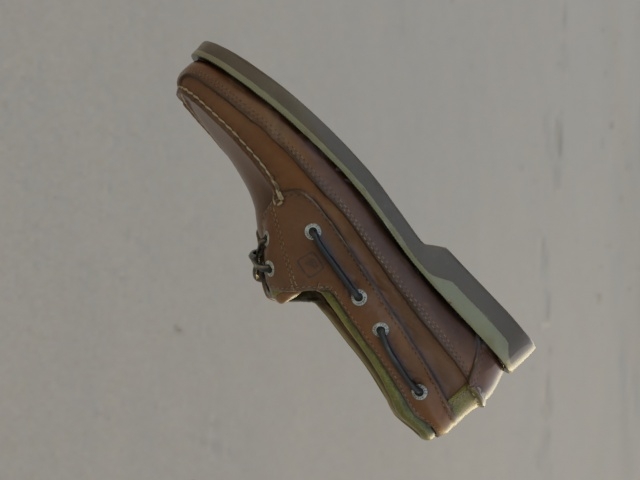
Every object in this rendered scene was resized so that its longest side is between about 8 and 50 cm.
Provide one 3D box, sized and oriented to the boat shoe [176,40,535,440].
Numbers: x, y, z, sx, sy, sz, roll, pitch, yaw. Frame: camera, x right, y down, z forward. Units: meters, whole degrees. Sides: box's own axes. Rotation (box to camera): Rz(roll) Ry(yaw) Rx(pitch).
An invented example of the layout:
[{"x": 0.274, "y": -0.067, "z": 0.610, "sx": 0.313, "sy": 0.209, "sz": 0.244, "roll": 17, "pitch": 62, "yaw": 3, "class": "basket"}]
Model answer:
[{"x": 0.000, "y": 0.000, "z": 0.875, "sx": 0.104, "sy": 0.307, "sz": 0.111, "roll": -45, "pitch": 172, "yaw": -3, "class": "boat shoe"}]
